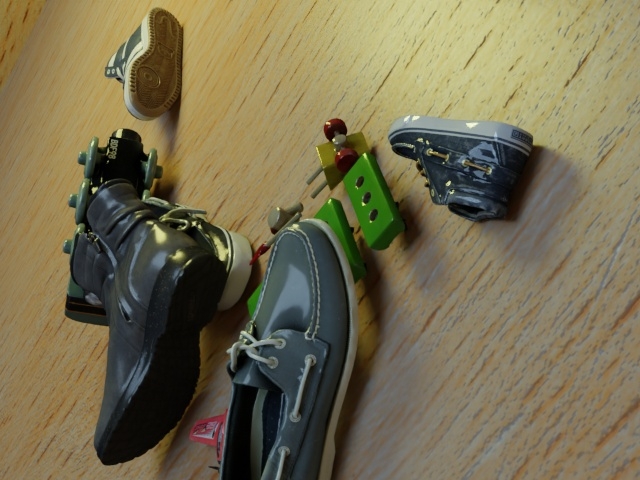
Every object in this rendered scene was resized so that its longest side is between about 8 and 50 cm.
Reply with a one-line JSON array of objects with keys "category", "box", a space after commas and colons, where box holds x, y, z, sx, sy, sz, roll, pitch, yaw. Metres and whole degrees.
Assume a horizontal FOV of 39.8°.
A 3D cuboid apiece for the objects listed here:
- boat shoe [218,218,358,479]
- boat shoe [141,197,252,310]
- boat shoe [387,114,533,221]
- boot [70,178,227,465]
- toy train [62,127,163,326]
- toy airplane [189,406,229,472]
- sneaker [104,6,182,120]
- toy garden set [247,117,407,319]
[{"category": "boat shoe", "box": [-0.040, 0.133, 0.878, 0.116, 0.099, 0.320, 2, 85, 48]}, {"category": "boat shoe", "box": [-0.191, 0.004, 1.231, 0.113, 0.105, 0.306, -63, 32, 10]}, {"category": "boat shoe", "box": [0.116, -0.069, 0.838, 0.183, 0.065, 0.083, 13, 82, 58]}, {"category": "boot", "box": [-0.258, 0.107, 1.175, 0.222, 0.118, 0.338, 35, 108, 33]}, {"category": "toy train", "box": [-0.345, -0.021, 1.449, 0.190, 0.142, 0.334, 120, 155, -52]}, {"category": "toy airplane", "box": [-0.106, 0.203, 1.056, 0.151, 0.028, 0.151, -33, 47, 42]}, {"category": "sneaker", "box": [-0.336, -0.293, 1.633, 0.153, 0.099, 0.282, -36, 37, 35]}, {"category": "toy garden set", "box": [0.000, 0.000, 0.998, 0.244, 0.049, 0.204, -51, 37, 29]}]
